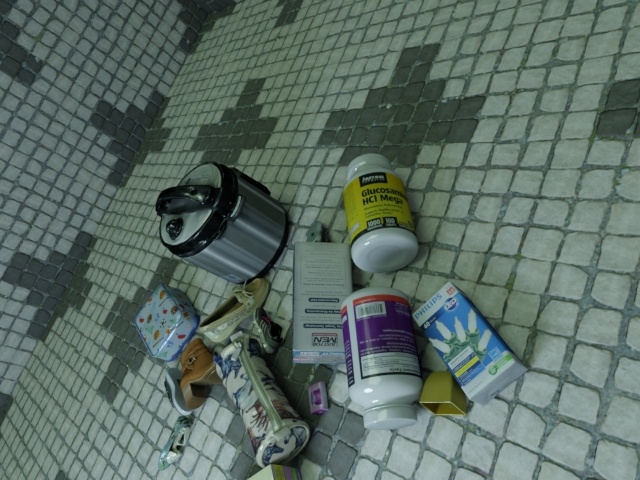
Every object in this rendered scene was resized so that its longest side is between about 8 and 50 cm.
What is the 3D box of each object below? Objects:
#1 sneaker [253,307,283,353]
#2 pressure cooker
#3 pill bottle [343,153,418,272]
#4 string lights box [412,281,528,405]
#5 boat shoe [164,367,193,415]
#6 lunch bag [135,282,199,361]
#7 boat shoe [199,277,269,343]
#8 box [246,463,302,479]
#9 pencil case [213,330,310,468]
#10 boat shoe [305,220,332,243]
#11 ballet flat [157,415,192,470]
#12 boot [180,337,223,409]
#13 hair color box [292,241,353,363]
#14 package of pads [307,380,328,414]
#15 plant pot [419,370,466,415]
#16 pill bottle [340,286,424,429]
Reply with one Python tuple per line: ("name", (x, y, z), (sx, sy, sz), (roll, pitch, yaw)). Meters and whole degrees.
("sneaker", (-0.167, 0.283, 1.629), (0.075, 0.063, 0.170), (-40, 49, 18))
("pressure cooker", (-0.364, -0.073, 1.767), (0.370, 0.420, 0.375), (-42, 43, 17))
("pill bottle", (0.165, -0.089, 1.451), (0.188, 0.188, 0.334), (-29, 49, 28))
("string lights box", (0.342, 0.235, 1.165), (0.133, 0.077, 0.259), (-46, 42, 14))
("boat shoe", (-0.515, 0.557, 1.780), (0.228, 0.080, 0.076), (41, 113, 45))
("lunch bag", (-0.628, 0.329, 1.999), (0.243, 0.115, 0.303), (-56, 42, 4))
("boat shoe", (-0.295, 0.231, 1.730), (0.285, 0.089, 0.104), (-48, 36, -13))
("box", (-0.150, 0.743, 1.283), (0.243, 0.117, 0.213), (-41, 44, 18))
("pencil case", (-0.178, 0.456, 1.438), (0.160, 0.183, 0.410), (-27, 39, -14))
("boat shoe", (0.000, 0.000, 1.652), (0.065, 0.083, 0.183), (-41, 17, 16))
("ballet flat", (-0.490, 0.694, 1.678), (0.070, 0.070, 0.188), (9, 75, 46))
("boot", (-0.393, 0.422, 1.740), (0.283, 0.109, 0.220), (-51, 37, 17))
("hair color box", (0.005, 0.175, 1.438), (0.174, 0.105, 0.347), (2, 56, -5))
("package of pads", (-0.006, 0.444, 1.397), (0.050, 0.032, 0.083), (-32, 47, 27))
("plant pot", (0.287, 0.350, 1.147), (0.081, 0.081, 0.083), (-14, 46, 38))
("pill bottle", (0.151, 0.289, 1.228), (0.181, 0.181, 0.323), (-25, 54, 31))
